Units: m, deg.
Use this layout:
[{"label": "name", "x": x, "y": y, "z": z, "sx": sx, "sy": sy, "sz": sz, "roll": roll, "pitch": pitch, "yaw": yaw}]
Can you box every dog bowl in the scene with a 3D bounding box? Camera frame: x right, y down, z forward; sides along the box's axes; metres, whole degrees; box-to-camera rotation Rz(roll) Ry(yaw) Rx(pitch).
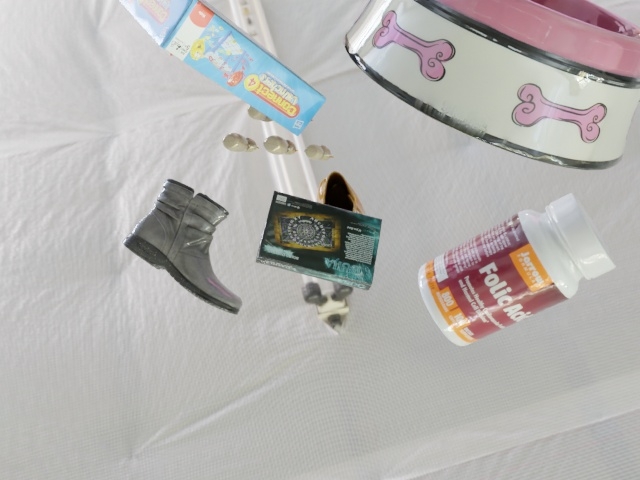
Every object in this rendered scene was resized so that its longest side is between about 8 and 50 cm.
[{"label": "dog bowl", "x": 0.244, "y": -0.263, "z": 0.807, "sx": 0.408, "sy": 0.150, "sz": 0.408, "roll": 16, "pitch": -148, "yaw": -10}]

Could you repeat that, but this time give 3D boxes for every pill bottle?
[{"label": "pill bottle", "x": 0.445, "y": 0.068, "z": 1.406, "sx": 0.392, "sy": 0.224, "sz": 0.224, "roll": -32, "pitch": -125, "yaw": 25}]

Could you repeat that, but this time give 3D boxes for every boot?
[{"label": "boot", "x": -0.286, "y": 0.012, "z": 1.487, "sx": 0.338, "sy": 0.118, "sz": 0.223, "roll": 37, "pitch": -103, "yaw": -10}, {"label": "boot", "x": 0.041, "y": -0.078, "z": 1.247, "sx": 0.104, "sy": 0.211, "sz": 0.295, "roll": -12, "pitch": -126, "yaw": 1}]

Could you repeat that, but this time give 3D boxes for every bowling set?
[{"label": "bowling set", "x": -0.095, "y": -0.307, "z": 1.562, "sx": 0.287, "sy": 0.154, "sz": 0.200, "roll": 12, "pitch": -83, "yaw": 12}]

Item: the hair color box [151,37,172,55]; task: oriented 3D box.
[{"label": "hair color box", "x": -0.335, "y": -0.496, "z": 1.311, "sx": 0.053, "sy": 0.167, "sz": 0.093, "roll": -27, "pitch": -132, "yaw": -25}]

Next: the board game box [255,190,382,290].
[{"label": "board game box", "x": 0.000, "y": 0.000, "z": 0.980, "sx": 0.186, "sy": 0.026, "sz": 0.126, "roll": 15, "pitch": -118, "yaw": -5}]

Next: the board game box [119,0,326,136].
[{"label": "board game box", "x": -0.181, "y": -0.344, "z": 1.056, "sx": 0.086, "sy": 0.302, "sz": 0.308, "roll": -52, "pitch": -133, "yaw": 12}]
